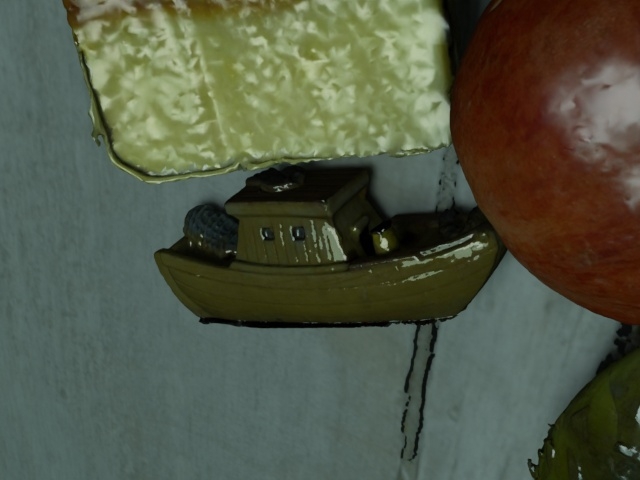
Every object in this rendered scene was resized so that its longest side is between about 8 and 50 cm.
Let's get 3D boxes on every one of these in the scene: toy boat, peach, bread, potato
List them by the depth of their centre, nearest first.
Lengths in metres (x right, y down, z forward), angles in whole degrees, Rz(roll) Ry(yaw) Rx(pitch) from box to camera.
[{"bbox_3d":[0.206,-0.078,0.547,0.256,0.232,0.232,-21,105,42],"label":"peach"},{"bbox_3d":[-0.039,-0.169,0.633,0.236,0.198,0.264,10,121,46],"label":"bread"},{"bbox_3d":[0.257,0.144,0.724,0.149,0.113,0.251,51,133,0],"label":"potato"},{"bbox_3d":[0.000,0.000,0.818,0.321,0.089,0.122,-2,114,35],"label":"toy boat"}]
